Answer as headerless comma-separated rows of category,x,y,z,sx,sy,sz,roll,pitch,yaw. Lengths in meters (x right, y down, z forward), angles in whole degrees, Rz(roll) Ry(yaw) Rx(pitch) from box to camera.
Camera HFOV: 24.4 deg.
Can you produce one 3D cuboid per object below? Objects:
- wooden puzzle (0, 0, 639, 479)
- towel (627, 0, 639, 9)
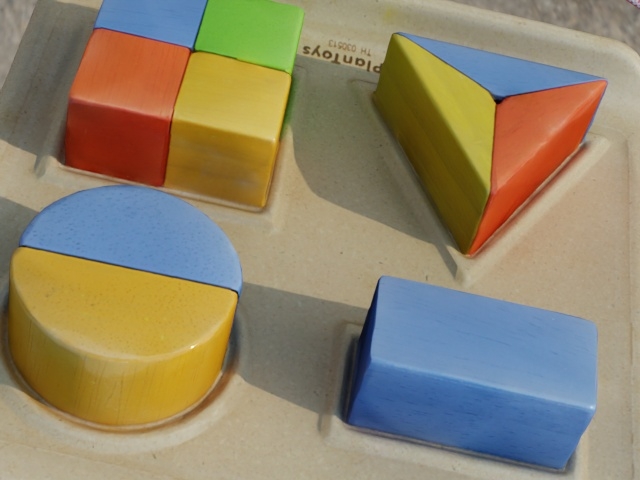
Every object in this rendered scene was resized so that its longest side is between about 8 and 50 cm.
wooden puzzle,0.000,0.000,0.653,0.322,0.348,0.080,13,143,-3
towel,0.307,-0.303,1.482,0.199,0.275,0.031,31,121,-12
